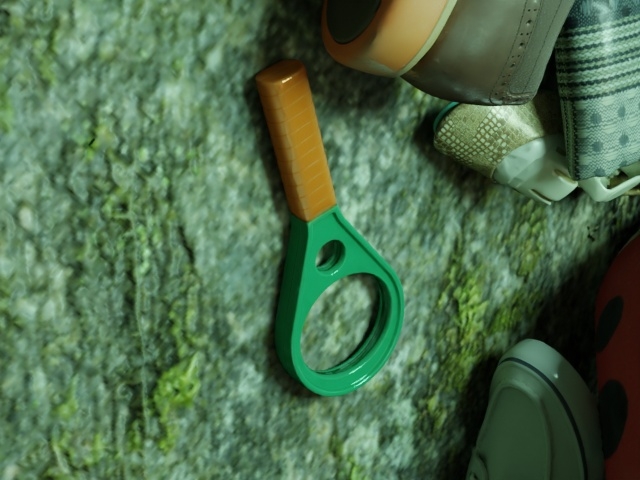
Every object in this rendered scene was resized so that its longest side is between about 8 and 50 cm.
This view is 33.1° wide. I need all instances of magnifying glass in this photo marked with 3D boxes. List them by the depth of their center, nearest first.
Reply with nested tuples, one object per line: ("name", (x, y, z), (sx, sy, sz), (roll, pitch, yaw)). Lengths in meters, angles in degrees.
("magnifying glass", (0.000, 0.000, 0.649), (0.092, 0.026, 0.230), (-32, 130, -24))

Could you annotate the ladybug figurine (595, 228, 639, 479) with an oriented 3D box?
("ladybug figurine", (0.281, 0.137, 0.742), (0.449, 0.162, 0.305), (-75, 151, -52))

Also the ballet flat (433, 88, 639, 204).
("ballet flat", (0.163, -0.058, 0.716), (0.206, 0.067, 0.073), (-4, 147, -37))

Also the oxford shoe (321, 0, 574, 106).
("oxford shoe", (0.128, -0.242, 0.548), (0.133, 0.130, 0.363), (17, 110, -25))

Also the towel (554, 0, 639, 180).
("towel", (0.268, -0.222, 0.696), (0.324, 0.056, 0.312), (-16, 107, -26))

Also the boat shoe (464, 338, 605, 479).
("boat shoe", (0.148, 0.198, 0.826), (0.088, 0.096, 0.267), (-29, 135, -32))
